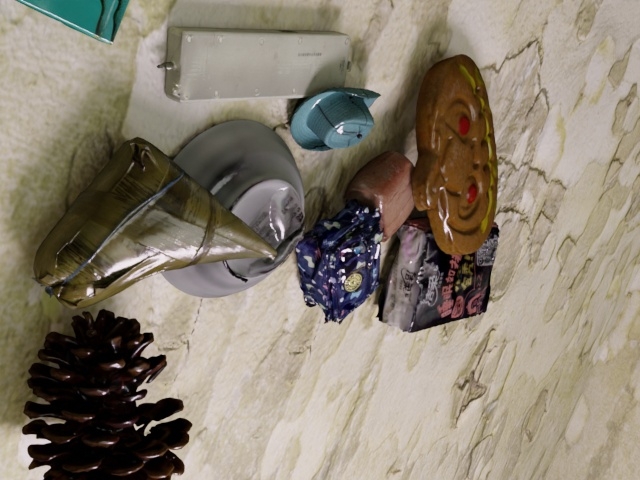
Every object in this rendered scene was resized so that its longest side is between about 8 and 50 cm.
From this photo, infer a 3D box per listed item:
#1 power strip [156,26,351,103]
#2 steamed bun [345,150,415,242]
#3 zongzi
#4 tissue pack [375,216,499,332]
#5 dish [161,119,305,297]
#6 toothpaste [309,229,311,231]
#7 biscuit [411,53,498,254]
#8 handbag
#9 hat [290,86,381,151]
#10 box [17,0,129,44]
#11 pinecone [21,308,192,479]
[{"bbox_3d":[-0.092,-0.273,1.146,0.367,0.043,0.106,-13,119,-42],"label":"power strip"},{"bbox_3d":[0.122,-0.090,1.426,0.145,0.106,0.175,-50,151,-23],"label":"steamed bun"},{"bbox_3d":[-0.231,0.029,1.038,0.274,0.125,0.250,40,83,-20],"label":"zongzi"},{"bbox_3d":[0.270,0.064,1.648,0.332,0.123,0.245,-5,108,-48],"label":"tissue pack"},{"bbox_3d":[-0.120,-0.033,1.197,0.316,0.106,0.316,-23,125,-37],"label":"dish"},{"bbox_3d":[0.000,0.000,1.407,0.083,0.019,0.027,40,68,-54],"label":"toothpaste"},{"bbox_3d":[0.281,-0.160,1.470,0.350,0.070,0.394,-46,128,-46],"label":"biscuit"},{"bbox_3d":[0.043,0.042,1.380,0.162,0.113,0.260,-38,147,-27],"label":"handbag"},{"bbox_3d":[0.041,-0.202,1.270,0.191,0.078,0.138,-15,151,-43],"label":"hat"},{"bbox_3d":[-0.318,-0.351,0.870,0.226,0.042,0.160,17,98,-49],"label":"box"},{"bbox_3d":[-0.304,0.237,1.057,0.246,0.246,0.292,-14,110,-41],"label":"pinecone"}]
